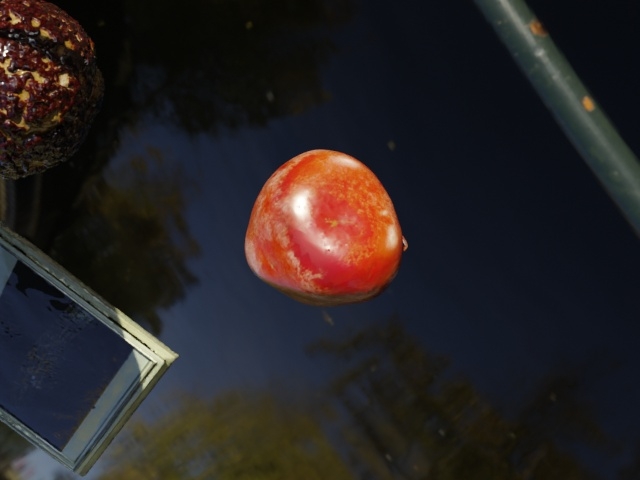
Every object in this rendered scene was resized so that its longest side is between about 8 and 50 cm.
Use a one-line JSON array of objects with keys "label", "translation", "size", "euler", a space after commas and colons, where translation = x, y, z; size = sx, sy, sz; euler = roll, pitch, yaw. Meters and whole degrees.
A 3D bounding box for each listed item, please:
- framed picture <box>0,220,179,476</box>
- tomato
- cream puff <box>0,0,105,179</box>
[{"label": "framed picture", "translation": [-0.300, 0.130, 0.953], "size": [0.231, 0.018, 0.293], "euler": [37, 131, -2]}, {"label": "tomato", "translation": [0.000, 0.000, 0.973], "size": [0.187, 0.151, 0.187], "euler": [23, 129, 31]}, {"label": "cream puff", "translation": [-0.370, -0.185, 1.128], "size": [0.165, 0.239, 0.239], "euler": [26, 146, -1]}]
